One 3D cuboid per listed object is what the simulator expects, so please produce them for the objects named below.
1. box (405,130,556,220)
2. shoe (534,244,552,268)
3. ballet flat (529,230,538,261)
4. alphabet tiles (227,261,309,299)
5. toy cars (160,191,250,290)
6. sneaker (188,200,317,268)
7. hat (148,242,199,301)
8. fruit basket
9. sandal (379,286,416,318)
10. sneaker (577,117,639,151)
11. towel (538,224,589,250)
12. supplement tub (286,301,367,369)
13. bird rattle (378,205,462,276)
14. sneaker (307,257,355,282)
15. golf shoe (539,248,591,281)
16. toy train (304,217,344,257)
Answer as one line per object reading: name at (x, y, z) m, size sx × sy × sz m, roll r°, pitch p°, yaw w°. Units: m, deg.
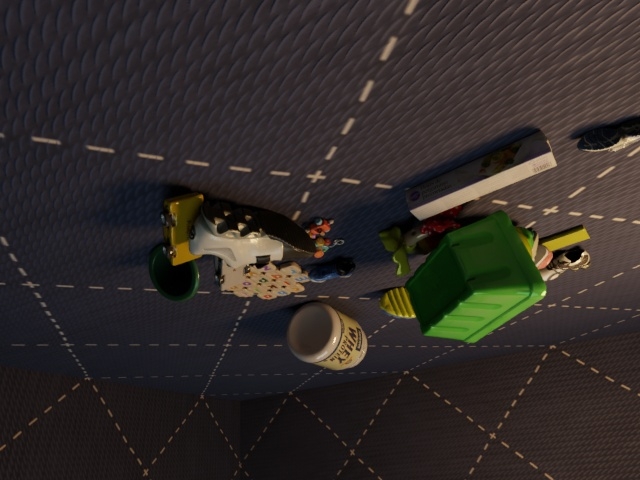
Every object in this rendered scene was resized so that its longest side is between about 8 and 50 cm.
box at (0.357, -0.141, 0.960) m, size 0.324 × 0.063 × 0.067 m, roll -24°, pitch 145°, yaw 30°
shoe at (0.674, 0.092, 1.357) m, size 0.081 × 0.063 × 0.178 m, roll 17°, pitch 119°, yaw -44°
ballet flat at (0.610, 0.080, 1.311) m, size 0.086 × 0.086 × 0.248 m, roll 17°, pitch 119°, yaw -35°
alphabet tiles at (-0.185, 0.135, 1.412) m, size 0.285 × 0.021 × 0.278 m, roll -17°, pitch 149°, yaw 19°
toy cars at (-0.293, 0.001, 1.073) m, size 0.176 × 0.087 × 0.393 m, roll -46°, pitch 148°, yaw -3°
sneaker at (-0.166, 0.007, 1.032) m, size 0.331 × 0.122 × 0.146 m, roll 15°, pitch 126°, yaw -35°
hat at (-0.382, 0.074, 1.237) m, size 0.209 × 0.172 × 0.184 m, roll -15°, pitch -175°, yaw 28°
fruit basket at (0.461, 0.092, 1.147) m, size 0.393 × 0.282 × 0.392 m, roll -11°, pitch 151°, yaw -6°
sandal at (0.381, 0.251, 1.628) m, size 0.318 × 0.126 × 0.138 m, roll 0°, pitch 155°, yaw -7°
sneaker at (0.624, -0.211, 0.896) m, size 0.136 × 0.052 × 0.058 m, roll -13°, pitch 155°, yaw 13°
towel at (0.739, 0.016, 1.364) m, size 0.237 × 0.021 × 0.102 m, roll -25°, pitch 149°, yaw 31°
supplement tub at (0.037, 0.402, 1.717) m, size 0.236 × 0.235 × 0.325 m, roll -19°, pitch 149°, yaw 23°
bird rattle at (0.294, -0.022, 1.157) m, size 0.207 × 0.143 × 0.253 m, roll 7°, pitch 138°, yaw -45°
sneaker at (0.037, 0.093, 1.332) m, size 0.152 × 0.058 × 0.084 m, roll -3°, pitch 157°, yaw -13°
golf shoe at (0.821, 0.078, 1.448) m, size 0.198 × 0.077 × 0.094 m, roll -25°, pitch 136°, yaw 19°
toy train at (0.000, 0.000, 1.171) m, size 0.125 × 0.046 × 0.166 m, roll -16°, pitch 149°, yaw 18°
